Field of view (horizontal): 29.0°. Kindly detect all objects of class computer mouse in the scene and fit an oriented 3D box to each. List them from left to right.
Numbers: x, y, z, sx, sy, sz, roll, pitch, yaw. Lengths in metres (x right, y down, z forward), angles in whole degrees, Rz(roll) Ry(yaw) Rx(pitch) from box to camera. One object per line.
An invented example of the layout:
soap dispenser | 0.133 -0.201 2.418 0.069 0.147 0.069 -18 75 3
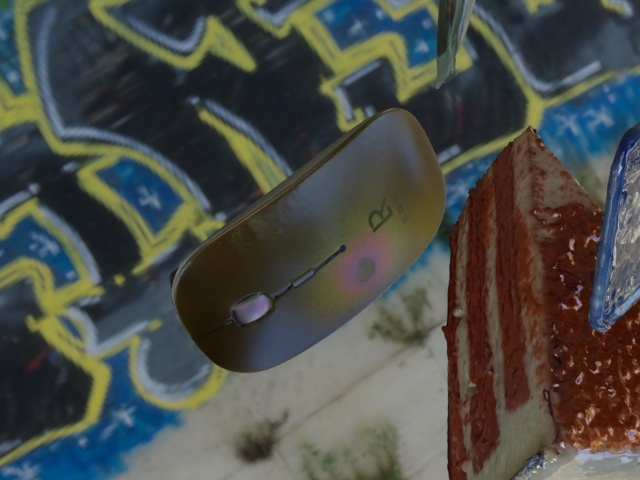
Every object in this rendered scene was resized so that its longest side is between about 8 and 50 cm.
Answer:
computer mouse | 0.000 0.000 1.193 0.310 0.158 0.072 -38 -149 -16

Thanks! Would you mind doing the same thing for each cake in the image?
cake | 0.179 0.066 0.809 0.158 0.160 0.262 116 -18 -52

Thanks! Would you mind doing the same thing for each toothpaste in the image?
toothpaste | 0.095 -0.201 0.763 0.037 0.216 0.062 10 179 0

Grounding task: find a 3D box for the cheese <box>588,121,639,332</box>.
cheese | 0.213 -0.061 0.600 0.083 0.203 0.320 22 -143 30
